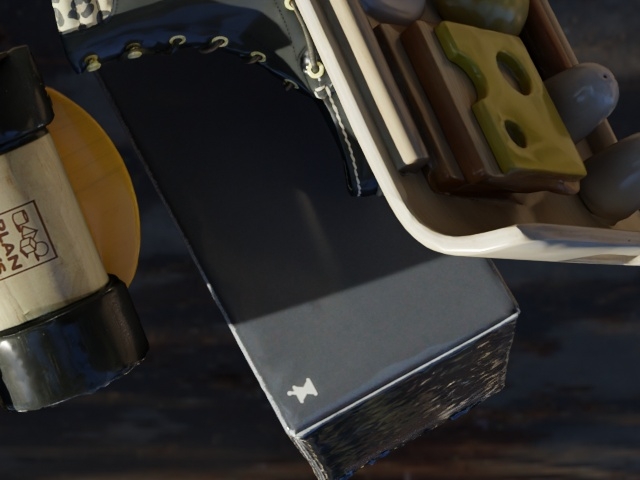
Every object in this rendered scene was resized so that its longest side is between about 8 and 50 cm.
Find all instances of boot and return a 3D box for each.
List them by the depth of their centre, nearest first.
[{"bbox_3d":[-0.056,-0.118,0.943,0.179,0.236,0.085,-17,-158,-4],"label":"boot"}]

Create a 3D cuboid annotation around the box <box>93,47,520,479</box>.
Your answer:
[{"bbox_3d":[0.000,0.000,1.190,0.183,0.296,0.294,-29,166,-2],"label":"box"}]

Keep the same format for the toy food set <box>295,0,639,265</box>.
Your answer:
[{"bbox_3d":[0.090,-0.123,0.788,0.092,0.306,0.220,-36,157,33],"label":"toy food set"}]

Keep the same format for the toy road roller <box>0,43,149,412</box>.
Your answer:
[{"bbox_3d":[-0.270,0.021,0.974,0.329,0.202,0.240,-22,-169,-7],"label":"toy road roller"}]
